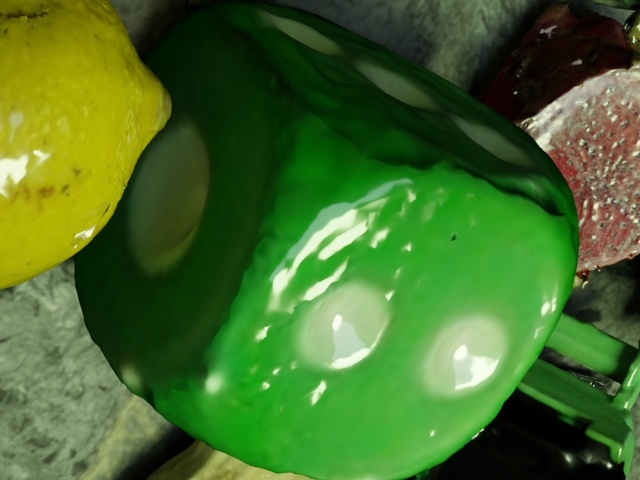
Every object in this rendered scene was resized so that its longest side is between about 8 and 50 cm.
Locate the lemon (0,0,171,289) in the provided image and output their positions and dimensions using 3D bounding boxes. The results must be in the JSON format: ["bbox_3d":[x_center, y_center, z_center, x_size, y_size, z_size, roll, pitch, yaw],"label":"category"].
[{"bbox_3d":[-0.256,-0.087,1.246,0.310,0.258,0.258,-6,119,-21],"label":"lemon"}]

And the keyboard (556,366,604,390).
[{"bbox_3d":[0.210,0.231,1.854,0.072,0.023,0.231,17,108,-31],"label":"keyboard"}]

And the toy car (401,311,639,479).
[{"bbox_3d":[0.180,0.241,1.735,0.176,0.213,0.358,-32,142,-57],"label":"toy car"}]

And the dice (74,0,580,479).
[{"bbox_3d":[0.000,0.000,1.423,0.300,0.297,0.287,16,109,-37],"label":"dice"}]

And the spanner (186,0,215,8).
[{"bbox_3d":[-0.014,-0.267,1.442,0.254,0.015,0.054,-35,126,-9],"label":"spanner"}]

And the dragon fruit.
[{"bbox_3d":[0.233,-0.097,1.617,0.211,0.147,0.282,10,112,-24],"label":"dragon fruit"}]

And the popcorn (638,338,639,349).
[{"bbox_3d":[0.469,0.066,1.753,0.312,0.312,0.312,-14,122,-24],"label":"popcorn"}]

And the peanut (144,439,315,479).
[{"bbox_3d":[-0.073,0.199,1.612,0.257,0.123,0.123,-39,129,0],"label":"peanut"}]

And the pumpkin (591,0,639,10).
[{"bbox_3d":[0.282,-0.317,1.426,0.296,0.296,0.296,-14,122,-24],"label":"pumpkin"}]
